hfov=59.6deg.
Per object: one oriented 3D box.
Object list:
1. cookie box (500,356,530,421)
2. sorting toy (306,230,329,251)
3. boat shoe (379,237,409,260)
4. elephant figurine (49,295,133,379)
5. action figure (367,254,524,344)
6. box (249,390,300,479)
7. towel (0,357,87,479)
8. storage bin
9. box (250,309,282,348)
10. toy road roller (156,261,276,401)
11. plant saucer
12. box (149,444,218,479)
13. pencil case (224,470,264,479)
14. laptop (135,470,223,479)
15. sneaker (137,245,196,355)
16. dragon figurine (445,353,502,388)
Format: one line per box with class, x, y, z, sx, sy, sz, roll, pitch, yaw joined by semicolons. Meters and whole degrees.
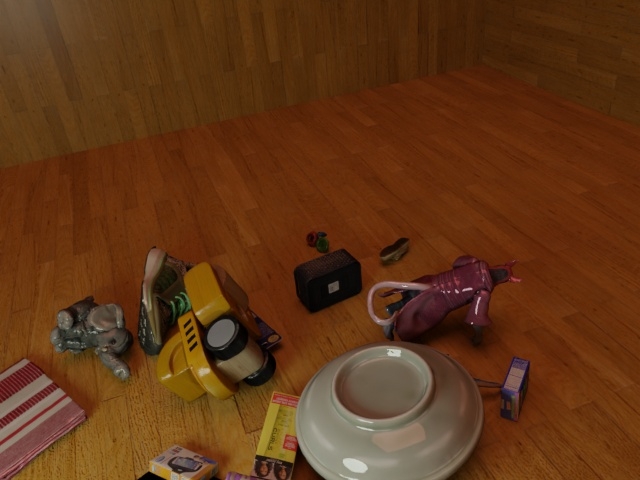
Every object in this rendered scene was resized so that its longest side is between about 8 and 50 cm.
cookie box;0.439;0.334;1.259;0.040;0.092;0.107;11;37;29
sorting toy;0.000;0.000;1.882;0.102;0.061;0.042;32;14;34
boat shoe;0.240;0.037;1.782;0.135;0.045;0.050;-29;29;-35
elephant figurine;-0.582;0.256;1.514;0.239;0.186;0.169;11;-8;6
action figure;0.326;0.115;1.432;0.370;0.276;0.248;-26;47;19
box;-0.089;0.438;1.200;0.087;0.058;0.232;13;34;2
towel;-0.749;0.428;1.359;0.329;0.037;0.237;21;44;37
storage bin;0.023;0.115;1.627;0.180;0.122;0.084;-21;36;-22
box;-0.218;0.254;1.533;0.136;0.037;0.225;-28;39;-29
toy road roller;-0.282;0.242;1.379;0.240;0.202;0.330;-31;45;1
plant saucer;0.134;0.327;1.169;0.400;0.101;0.400;-9;32;6
box;-0.293;0.474;1.175;0.136;0.028;0.081;13;12;24
pencil case;-0.097;0.502;1.049;0.206;0.086;0.088;15;40;-1
laptop;-0.294;0.575;1.081;0.234;0.137;0.264;11;11;23
sneaker;-0.429;0.164;1.629;0.181;0.158;0.410;5;36;-15
dragon figurine;0.275;0.324;1.305;0.289;0.085;0.144;-14;34;-10
